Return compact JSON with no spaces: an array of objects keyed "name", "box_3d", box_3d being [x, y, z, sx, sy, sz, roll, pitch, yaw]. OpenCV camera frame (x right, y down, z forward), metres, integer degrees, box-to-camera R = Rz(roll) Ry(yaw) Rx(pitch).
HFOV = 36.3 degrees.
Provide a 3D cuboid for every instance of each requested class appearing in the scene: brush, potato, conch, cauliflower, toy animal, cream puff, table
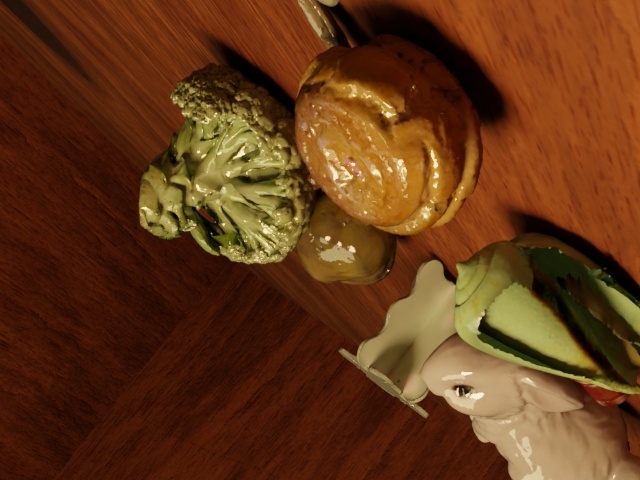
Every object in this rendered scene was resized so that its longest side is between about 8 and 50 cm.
[{"name":"brush","box_3d":[0.026,-0.181,0.915,0.043,0.036,0.248,20,153,52]},{"name":"potato","box_3d":[0.035,-0.007,1.446,0.154,0.137,0.200,-1,167,6]},{"name":"conch","box_3d":[0.256,0.076,1.015,0.250,0.144,0.137,21,-163,6]},{"name":"cauliflower","box_3d":[-0.136,-0.085,1.327,0.272,0.250,0.275,167,80,-79]},{"name":"toy animal","box_3d":[0.308,0.241,1.394,0.257,0.194,0.357,-1,145,41]},{"name":"cream puff","box_3d":[0.064,-0.094,0.853,0.189,0.129,0.189,40,149,30]},{"name":"table","box_3d":[0.153,0.140,1.484,0.166,0.198,0.166,37,172,6]}]

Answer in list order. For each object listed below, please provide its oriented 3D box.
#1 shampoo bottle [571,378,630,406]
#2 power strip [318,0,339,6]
[{"name":"shampoo bottle","box_3d":[0.297,0.112,1.194,0.260,0.064,0.102,43,163,-31]},{"name":"power strip","box_3d":[-0.016,-0.253,0.640,0.093,0.053,0.288,37,172,10]}]
